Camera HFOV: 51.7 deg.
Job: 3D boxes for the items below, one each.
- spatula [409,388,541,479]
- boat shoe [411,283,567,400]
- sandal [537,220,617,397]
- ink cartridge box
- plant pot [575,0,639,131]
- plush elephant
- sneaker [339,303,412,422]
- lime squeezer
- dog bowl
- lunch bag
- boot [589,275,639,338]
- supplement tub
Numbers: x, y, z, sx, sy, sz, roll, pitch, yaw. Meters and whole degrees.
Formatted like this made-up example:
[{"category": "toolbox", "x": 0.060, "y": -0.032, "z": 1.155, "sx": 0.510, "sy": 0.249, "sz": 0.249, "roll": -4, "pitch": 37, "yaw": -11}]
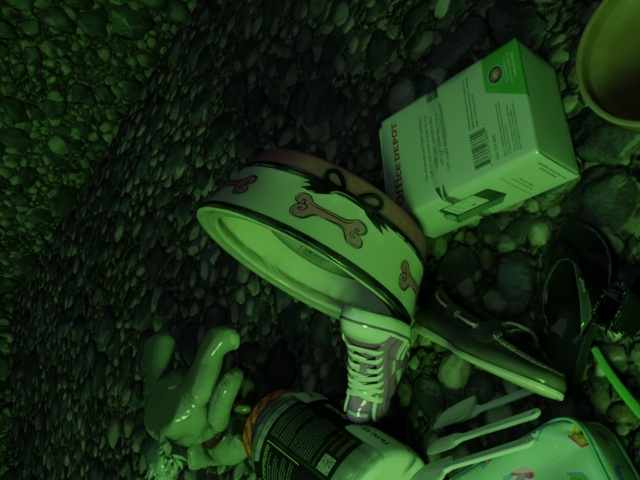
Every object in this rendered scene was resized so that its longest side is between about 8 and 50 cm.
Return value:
[{"category": "spatula", "x": 0.225, "y": 0.266, "z": 0.937, "sx": 0.019, "sy": 0.168, "sz": 0.242, "roll": 49, "pitch": 135, "yaw": 0}, {"category": "boat shoe", "x": 0.237, "y": 0.132, "z": 0.957, "sx": 0.096, "sy": 0.112, "sz": 0.335, "roll": -65, "pitch": 20, "yaw": -2}, {"category": "sandal", "x": 0.347, "y": 0.093, "z": 0.923, "sx": 0.097, "sy": 0.054, "sz": 0.255, "roll": 5, "pitch": 80, "yaw": 51}, {"category": "ink cartridge box", "x": 0.246, "y": -0.155, "z": 1.088, "sx": 0.289, "sy": 0.121, "sz": 0.211, "roll": -26, "pitch": 57, "yaw": 43}, {"category": "plant pot", "x": 0.468, "y": -0.243, "z": 0.862, "sx": 0.237, "sy": 0.109, "sz": 0.237, "roll": -23, "pitch": 59, "yaw": 43}, {"category": "plush elephant", "x": -0.219, "y": 0.360, "z": 1.380, "sx": 0.271, "sy": 0.255, "sz": 0.330, "roll": -18, "pitch": 54, "yaw": 36}, {"category": "sneaker", "x": 0.080, "y": 0.205, "z": 1.037, "sx": 0.102, "sy": 0.282, "sz": 0.161, "roll": 14, "pitch": 71, "yaw": 24}, {"category": "lime squeezer", "x": 0.435, "y": 0.218, "z": 0.770, "sx": 0.310, "sy": 0.058, "sz": 0.110, "roll": 18, "pitch": 91, "yaw": 53}, {"category": "dog bowl", "x": 0.000, "y": 0.000, "z": 1.132, "sx": 0.408, "sy": 0.408, "sz": 0.150, "roll": 10, "pitch": 64, "yaw": 52}, {"category": "lunch bag", "x": 0.287, "y": 0.378, "z": 0.847, "sx": 0.279, "sy": 0.107, "sz": 0.224, "roll": -45, "pitch": 47, "yaw": 30}, {"category": "boot", "x": 0.396, "y": 0.068, "z": 0.838, "sx": 0.045, "sy": 0.099, "sz": 0.121, "roll": 35, "pitch": 104, "yaw": 49}, {"category": "supplement tub", "x": 0.012, "y": 0.377, "z": 1.112, "sx": 0.316, "sy": 0.193, "sz": 0.194, "roll": 18, "pitch": 90, "yaw": 51}]
